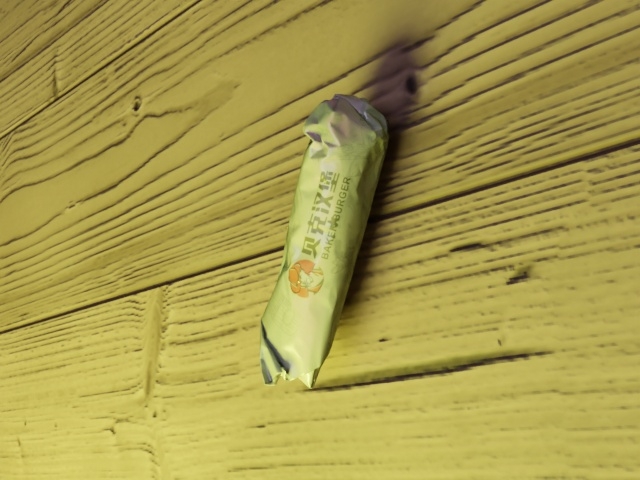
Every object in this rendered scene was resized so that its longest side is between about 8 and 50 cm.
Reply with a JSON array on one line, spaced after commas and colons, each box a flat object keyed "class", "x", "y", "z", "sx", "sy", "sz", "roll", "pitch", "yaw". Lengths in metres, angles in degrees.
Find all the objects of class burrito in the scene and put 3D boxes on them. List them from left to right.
[{"class": "burrito", "x": 0.000, "y": 0.000, "z": 0.458, "sx": 0.064, "sy": 0.064, "sz": 0.203, "roll": 20, "pitch": 100, "yaw": 40}]
